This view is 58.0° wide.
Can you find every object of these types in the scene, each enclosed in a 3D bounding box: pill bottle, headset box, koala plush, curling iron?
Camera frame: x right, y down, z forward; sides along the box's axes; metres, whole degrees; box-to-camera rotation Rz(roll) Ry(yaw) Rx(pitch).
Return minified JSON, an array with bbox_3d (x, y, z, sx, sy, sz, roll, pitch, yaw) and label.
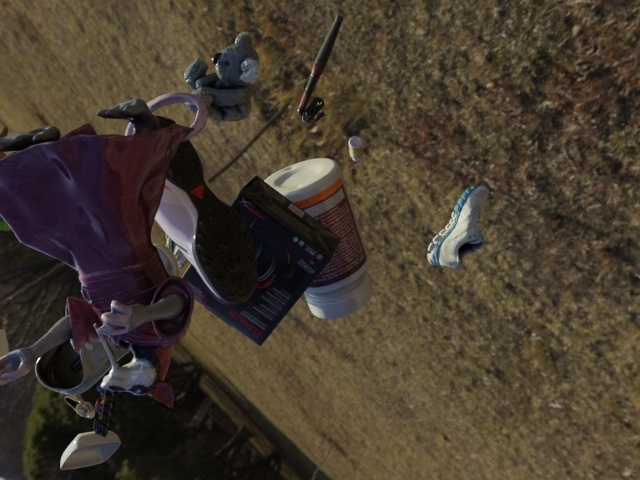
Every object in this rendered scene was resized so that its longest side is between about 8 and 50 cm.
[{"bbox_3d":[0.109,-0.276,1.755,0.043,0.043,0.083,33,163,20],"label":"pill bottle"},{"bbox_3d":[0.000,0.000,1.554,0.224,0.224,0.393,12,129,49],"label":"pill bottle"},{"bbox_3d":[-0.134,0.055,1.172,0.218,0.110,0.293,37,115,-4],"label":"headset box"},{"bbox_3d":[-0.246,-0.462,1.618,0.203,0.196,0.221,18,129,-33],"label":"koala plush"},{"bbox_3d":[0.005,-0.423,1.438,0.068,0.274,0.035,13,-175,-34],"label":"curling iron"}]

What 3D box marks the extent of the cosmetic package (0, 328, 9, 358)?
[{"bbox_3d":[-1.017,0.298,1.636,0.231,0.085,0.117,34,-161,-51],"label":"cosmetic package"}]

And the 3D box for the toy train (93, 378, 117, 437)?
[{"bbox_3d":[-0.431,0.330,1.152,0.036,0.027,0.158,20,117,3],"label":"toy train"}]

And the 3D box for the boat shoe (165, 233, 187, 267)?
[{"bbox_3d":[-0.444,-0.022,1.798,0.103,0.118,0.320,27,-160,-25],"label":"boat shoe"}]

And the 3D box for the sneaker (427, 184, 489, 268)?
[{"bbox_3d":[0.289,-0.021,1.117,0.082,0.191,0.071,21,164,42],"label":"sneaker"}]

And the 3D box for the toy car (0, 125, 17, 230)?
[{"bbox_3d":[-0.695,-0.146,1.238,0.148,0.189,0.155,11,142,0],"label":"toy car"}]

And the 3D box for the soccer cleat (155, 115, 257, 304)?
[{"bbox_3d":[-0.210,-0.038,0.920,0.116,0.108,0.318,-25,98,47],"label":"soccer cleat"}]

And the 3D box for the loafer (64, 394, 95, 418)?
[{"bbox_3d":[-0.726,0.501,1.738,0.125,0.045,0.039,19,-179,38],"label":"loafer"}]

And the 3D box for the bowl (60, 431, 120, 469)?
[{"bbox_3d":[-0.655,0.589,1.641,0.142,0.142,0.053,-48,53,29],"label":"bowl"}]

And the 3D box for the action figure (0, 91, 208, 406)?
[{"bbox_3d":[-0.250,0.033,0.711,0.247,0.276,0.371,-6,112,26],"label":"action figure"}]

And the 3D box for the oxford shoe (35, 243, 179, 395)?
[{"bbox_3d":[-0.499,0.195,1.354,0.169,0.449,0.130,44,-174,15],"label":"oxford shoe"}]
